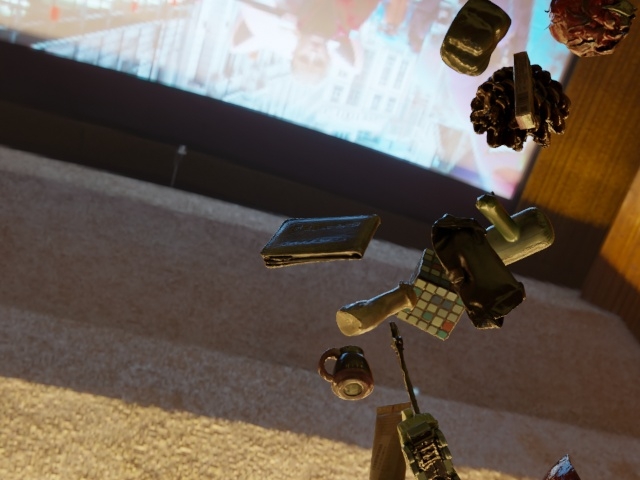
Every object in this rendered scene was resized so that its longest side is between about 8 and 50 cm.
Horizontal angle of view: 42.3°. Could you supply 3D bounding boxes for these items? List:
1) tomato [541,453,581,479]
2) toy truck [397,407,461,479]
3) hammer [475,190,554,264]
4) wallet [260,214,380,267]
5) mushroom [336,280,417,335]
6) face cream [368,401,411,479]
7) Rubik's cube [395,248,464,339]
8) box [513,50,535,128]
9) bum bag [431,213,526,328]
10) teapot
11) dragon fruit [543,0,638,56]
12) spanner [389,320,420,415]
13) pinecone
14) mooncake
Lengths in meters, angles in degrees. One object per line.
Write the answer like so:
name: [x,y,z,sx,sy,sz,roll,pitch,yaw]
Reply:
tomato: [0.475,0.582,1.503,0.338,0.144,0.338,59,-169,-19]
toy truck: [0.175,0.356,1.386,0.077,0.169,0.100,-26,-146,-5]
hammer: [0.482,-0.047,2.187,0.335,0.206,0.119,38,-150,-52]
wallet: [-0.001,-0.002,1.678,0.222,0.036,0.167,-4,-155,22]
mushroom: [0.144,0.168,2.032,0.223,0.092,0.081,-20,-112,-31]
face cream: [0.155,0.548,1.914,0.084,0.341,0.137,18,156,-26]
Rubik's cube: [0.366,0.166,2.611,0.184,0.187,0.182,26,-147,2]
box: [0.480,-0.357,1.954,0.041,0.050,0.207,-12,-127,24]
bum bag: [0.361,0.063,1.904,0.142,0.079,0.326,-23,-124,1]
teapot: [0.071,0.360,2.285,0.148,0.116,0.146,-7,-143,4]
dragon fruit: [0.726,-0.613,2.289,0.234,0.233,0.293,9,174,-21]
spanner: [0.219,0.353,2.090,0.026,0.093,0.325,-12,-116,-3]
pinecone: [0.506,-0.346,2.140,0.257,0.243,0.243,3,-155,-16]
mooncake: [0.346,-0.447,1.835,0.104,0.175,0.168,32,-125,17]
